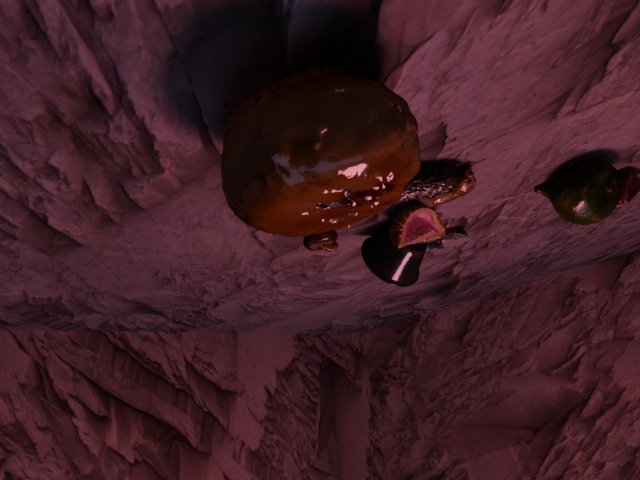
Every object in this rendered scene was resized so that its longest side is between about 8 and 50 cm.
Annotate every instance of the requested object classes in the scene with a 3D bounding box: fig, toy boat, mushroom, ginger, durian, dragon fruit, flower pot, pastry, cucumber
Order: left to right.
[{"bbox_3d":[-0.007,-0.168,0.983,0.409,0.245,0.409,-12,161,-4],"label":"pastry"},{"bbox_3d":[0.000,0.000,1.695,0.127,0.087,0.127,-12,160,-5],"label":"mushroom"},{"bbox_3d":[0.279,0.030,1.773,0.235,0.235,0.148,2,139,-31],"label":"flower pot"},{"bbox_3d":[0.226,-0.151,1.377,0.359,0.096,0.096,-7,160,-11],"label":"cucumber"},{"bbox_3d":[0.311,-0.046,1.656,0.182,0.132,0.165,-23,170,5],"label":"durian"},{"bbox_3d":[0.481,-0.007,1.946,0.172,0.059,0.069,-16,160,16],"label":"toy boat"},{"bbox_3d":[0.374,-0.150,1.477,0.095,0.069,0.190,4,156,-44],"label":"ginger"},{"bbox_3d":[0.791,-0.160,1.580,0.203,0.203,0.235,0,-162,-27],"label":"fig"},{"bbox_3d":[0.984,-0.185,1.666,0.147,0.096,0.102,-34,-170,-39],"label":"dragon fruit"}]
